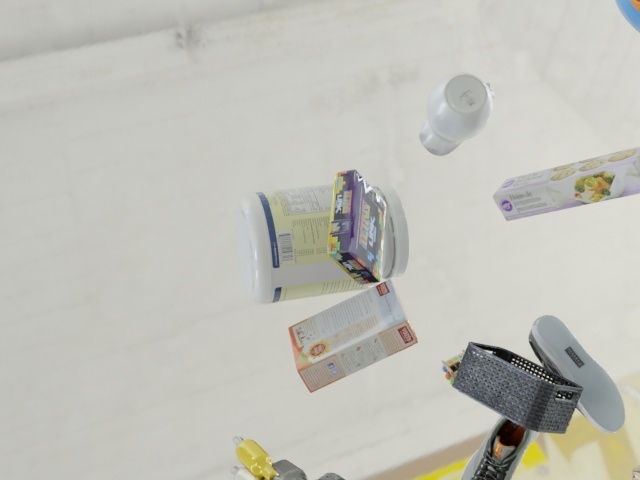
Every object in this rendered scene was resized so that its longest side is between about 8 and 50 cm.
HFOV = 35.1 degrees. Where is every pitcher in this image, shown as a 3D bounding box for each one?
[{"bbox_3d":[0.285,-0.264,1.991,0.178,0.125,0.207,-40,-9,-11],"label":"pitcher"}]

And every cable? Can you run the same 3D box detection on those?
[{"bbox_3d":[-0.033,0.328,1.246,0.072,0.287,0.139,-19,-81,-22],"label":"cable"}]

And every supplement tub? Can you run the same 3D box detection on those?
[{"bbox_3d":[0.000,0.000,2.114,0.325,0.235,0.235,-7,-41,-14],"label":"supplement tub"}]

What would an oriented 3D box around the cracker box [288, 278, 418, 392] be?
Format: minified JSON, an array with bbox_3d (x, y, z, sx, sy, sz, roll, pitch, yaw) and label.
[{"bbox_3d":[0.061,0.184,1.971,0.232,0.155,0.067,-26,-62,6],"label":"cracker box"}]

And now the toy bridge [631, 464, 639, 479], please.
[{"bbox_3d":[0.659,0.450,1.867,0.063,0.188,0.026,-12,-81,-42],"label":"toy bridge"}]

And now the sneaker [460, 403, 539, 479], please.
[{"bbox_3d":[0.339,0.430,1.976,0.271,0.100,0.108,-65,-21,9],"label":"sneaker"}]

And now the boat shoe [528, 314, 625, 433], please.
[{"bbox_3d":[0.432,0.236,1.741,0.080,0.228,0.076,-28,-20,-24],"label":"boat shoe"}]

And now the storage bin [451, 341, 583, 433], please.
[{"bbox_3d":[0.323,0.242,1.671,0.122,0.180,0.084,15,-82,-45],"label":"storage bin"}]

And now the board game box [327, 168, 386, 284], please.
[{"bbox_3d":[0.070,-0.024,1.876,0.048,0.170,0.141,-7,-28,26],"label":"board game box"}]

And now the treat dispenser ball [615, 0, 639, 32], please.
[{"bbox_3d":[0.695,-0.510,1.910,0.288,0.288,0.288,-21,-37,-16],"label":"treat dispenser ball"}]

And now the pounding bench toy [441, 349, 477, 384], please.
[{"bbox_3d":[0.309,0.297,2.227,0.065,0.052,0.083,-27,-62,-7],"label":"pounding bench toy"}]

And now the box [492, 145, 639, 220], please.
[{"bbox_3d":[0.463,-0.101,1.856,0.324,0.063,0.067,-12,26,51],"label":"box"}]
